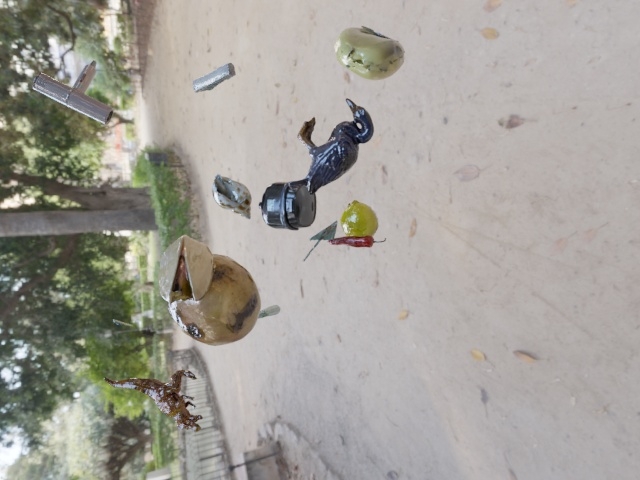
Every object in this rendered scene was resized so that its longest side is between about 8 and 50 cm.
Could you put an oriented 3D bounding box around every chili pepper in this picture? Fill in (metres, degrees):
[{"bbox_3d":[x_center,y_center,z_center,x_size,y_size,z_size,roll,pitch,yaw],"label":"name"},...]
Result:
[{"bbox_3d":[0.157,0.001,1.835,0.050,0.267,0.059,63,-149,-63],"label":"chili pepper"}]

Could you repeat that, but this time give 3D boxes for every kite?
[{"bbox_3d":[-0.001,-0.001,1.782,0.012,0.250,0.229,49,157,-18],"label":"kite"}]

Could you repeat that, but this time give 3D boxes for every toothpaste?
[{"bbox_3d":[-0.241,0.328,1.902,0.048,0.074,0.297,60,-173,10],"label":"toothpaste"}]

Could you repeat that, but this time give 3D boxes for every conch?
[{"bbox_3d":[-0.443,-0.215,2.105,0.148,0.275,0.183,-34,26,45],"label":"conch"}]

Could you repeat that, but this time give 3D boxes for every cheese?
[{"bbox_3d":[0.168,-0.664,1.473,0.316,0.259,0.128,-65,-11,-53],"label":"cheese"}]

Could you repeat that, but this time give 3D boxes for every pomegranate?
[{"bbox_3d":[-0.353,0.201,1.392,0.322,0.322,0.322,177,90,-65],"label":"pomegranate"}]

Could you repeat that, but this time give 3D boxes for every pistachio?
[{"bbox_3d":[-0.380,0.087,1.172,0.229,0.157,0.157,-106,25,-50],"label":"pistachio"}]

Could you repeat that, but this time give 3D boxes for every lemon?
[{"bbox_3d":[0.182,-0.089,1.942,0.173,0.173,0.206,-8,104,65],"label":"lemon"}]

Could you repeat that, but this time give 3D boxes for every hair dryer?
[{"bbox_3d":[-0.663,-0.442,1.194,0.054,0.195,0.220,-51,19,39],"label":"hair dryer"}]

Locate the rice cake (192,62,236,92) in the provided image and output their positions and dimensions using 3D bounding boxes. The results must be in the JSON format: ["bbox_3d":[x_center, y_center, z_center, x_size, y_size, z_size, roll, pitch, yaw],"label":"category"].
[{"bbox_3d":[-0.361,-0.540,1.380,0.206,0.036,0.047,-7,91,38],"label":"rice cake"}]

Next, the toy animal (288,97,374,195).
[{"bbox_3d":[0.020,-0.256,1.172,0.298,0.185,0.122,-60,-4,12],"label":"toy animal"}]

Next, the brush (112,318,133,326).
[{"bbox_3d":[-0.774,0.327,1.619,0.016,0.083,0.013,29,85,41],"label":"brush"}]

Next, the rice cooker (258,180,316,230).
[{"bbox_3d":[-0.161,-0.172,2.039,0.224,0.267,0.267,5,99,28],"label":"rice cooker"}]

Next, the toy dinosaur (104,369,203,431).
[{"bbox_3d":[-0.603,0.581,1.623,0.432,0.208,0.097,24,136,16],"label":"toy dinosaur"}]
